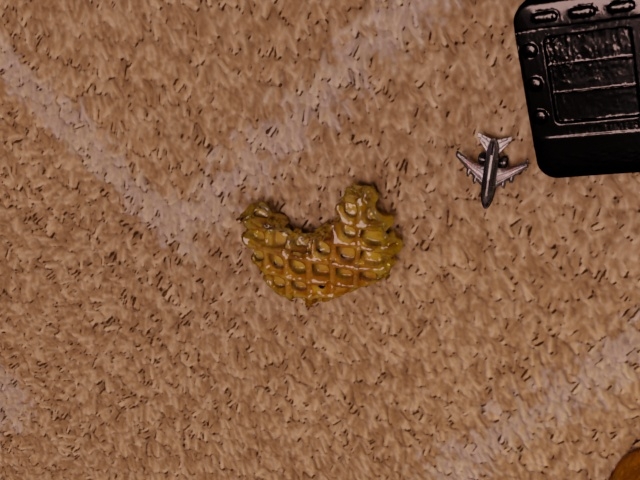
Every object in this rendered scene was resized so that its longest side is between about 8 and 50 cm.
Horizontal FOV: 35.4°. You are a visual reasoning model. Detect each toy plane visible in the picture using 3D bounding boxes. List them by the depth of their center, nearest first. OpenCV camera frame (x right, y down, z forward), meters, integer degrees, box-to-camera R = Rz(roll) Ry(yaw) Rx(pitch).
[{"bbox_3d":[0.183,-0.074,1.077,0.079,0.031,0.083,11,119,19],"label":"toy plane"}]

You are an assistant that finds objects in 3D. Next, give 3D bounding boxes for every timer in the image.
[{"bbox_3d":[0.275,-0.156,0.986,0.144,0.055,0.187,-2,118,27],"label":"timer"}]

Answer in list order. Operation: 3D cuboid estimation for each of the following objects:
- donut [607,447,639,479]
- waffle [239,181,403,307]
[{"bbox_3d":[0.454,0.355,1.132,0.278,0.108,0.277,10,118,19],"label":"donut"},{"bbox_3d":[-0.002,0.002,1.186,0.194,0.051,0.149,-22,106,31],"label":"waffle"}]
